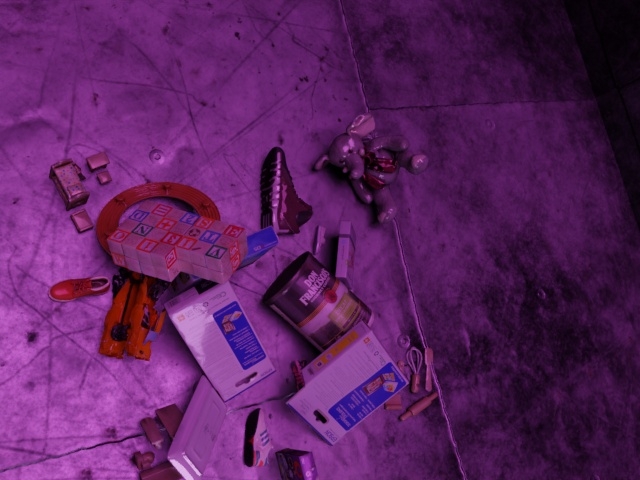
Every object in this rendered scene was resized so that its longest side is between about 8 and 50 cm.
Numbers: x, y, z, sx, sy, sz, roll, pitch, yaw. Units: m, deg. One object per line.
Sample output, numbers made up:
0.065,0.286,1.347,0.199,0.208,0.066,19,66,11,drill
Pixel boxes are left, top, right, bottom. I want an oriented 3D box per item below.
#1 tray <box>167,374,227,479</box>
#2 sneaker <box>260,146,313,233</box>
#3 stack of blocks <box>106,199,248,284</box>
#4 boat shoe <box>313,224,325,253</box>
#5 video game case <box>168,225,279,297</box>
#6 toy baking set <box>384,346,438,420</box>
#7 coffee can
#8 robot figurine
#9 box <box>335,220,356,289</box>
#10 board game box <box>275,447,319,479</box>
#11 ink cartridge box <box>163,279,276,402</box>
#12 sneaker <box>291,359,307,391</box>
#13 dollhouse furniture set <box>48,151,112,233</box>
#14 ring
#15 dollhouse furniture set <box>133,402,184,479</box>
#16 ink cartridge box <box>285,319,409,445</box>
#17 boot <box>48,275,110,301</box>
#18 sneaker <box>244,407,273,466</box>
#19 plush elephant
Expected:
-0.308,0.497,1.694,0.270,0.030,0.145,-72,143,-52,tray
-0.100,-0.149,2.052,0.163,0.106,0.281,6,83,-30,sneaker
-0.353,0.014,1.618,0.297,0.087,0.171,15,44,17,stack of blocks
0.000,0.000,2.086,0.035,0.035,0.100,17,62,-18,boat shoe
-0.277,0.063,1.810,0.270,0.244,0.061,-24,86,-29,video game case
0.299,0.457,2.102,0.256,0.030,0.196,-21,85,-29,toy baking set
-0.004,0.196,1.931,0.275,0.201,0.201,43,62,-10,coffee can
-0.485,0.170,1.725,0.085,0.211,0.290,40,55,-50,robot figurine
0.081,0.048,2.053,0.038,0.145,0.186,3,71,12,box
-0.031,0.746,1.756,0.056,0.208,0.346,-10,80,-28,board game box
-0.266,0.270,1.765,0.176,0.069,0.370,-30,125,-12,ink cartridge box
-0.046,0.413,1.942,0.057,0.047,0.119,-9,80,-40,sneaker
-0.625,-0.142,1.779,0.161,0.101,0.181,-28,89,-30,dollhouse furniture set
-0.444,-0.056,1.783,0.337,0.032,0.336,4,46,-4,ring
-0.427,0.549,1.721,0.144,0.123,0.151,-14,117,-29,dollhouse furniture set
0.076,0.419,1.873,0.307,0.072,0.303,-37,132,-2,ink cartridge box
-0.635,0.122,1.710,0.158,0.085,0.059,-10,82,-27,boot
-0.169,0.560,1.836,0.075,0.057,0.161,20,65,-38,sneaker
0.141,-0.260,2.107,0.256,0.271,0.330,4,44,-39,plush elephant
